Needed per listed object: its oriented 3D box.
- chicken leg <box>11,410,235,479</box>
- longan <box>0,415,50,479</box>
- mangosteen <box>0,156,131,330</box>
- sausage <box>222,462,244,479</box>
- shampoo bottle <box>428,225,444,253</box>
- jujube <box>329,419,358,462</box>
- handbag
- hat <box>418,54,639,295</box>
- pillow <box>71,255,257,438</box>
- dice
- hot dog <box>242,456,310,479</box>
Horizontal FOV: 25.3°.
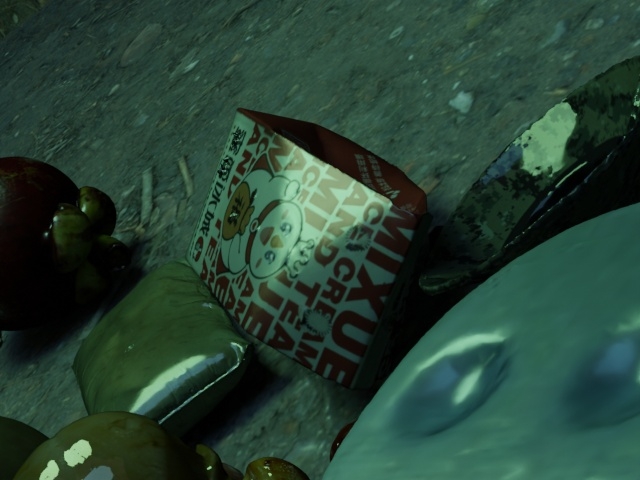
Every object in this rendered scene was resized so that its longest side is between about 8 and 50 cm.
[{"bbox_3d":[-0.094,0.321,0.920,0.409,0.182,0.295,47,126,38],"label":"chicken leg"},{"bbox_3d":[-0.351,0.286,1.189,0.350,0.288,0.288,-33,27,13],"label":"longan"},{"bbox_3d":[-0.341,0.005,1.712,0.258,0.215,0.215,2,46,29],"label":"mangosteen"},{"bbox_3d":[-0.089,0.248,1.122,0.077,0.077,0.194,-32,30,18],"label":"sausage"},{"bbox_3d":[0.145,0.003,1.233,0.048,0.027,0.137,-53,29,-18],"label":"shampoo bottle"},{"bbox_3d":[0.062,0.171,1.033,0.129,0.077,0.077,9,55,52],"label":"jujube"},{"bbox_3d":[0.000,0.000,1.236,0.171,0.151,0.298,-70,23,9],"label":"handbag"},{"bbox_3d":[0.198,-0.011,1.072,0.265,0.128,0.265,-41,11,10],"label":"hat"},{"bbox_3d":[-0.163,0.117,1.424,0.185,0.075,0.302,-41,23,-1],"label":"pillow"},{"bbox_3d":[0.173,0.154,0.661,0.262,0.268,0.264,-12,34,53],"label":"dice"},{"bbox_3d":[0.000,0.244,0.984,0.250,0.076,0.104,-132,47,-57],"label":"hot dog"}]
